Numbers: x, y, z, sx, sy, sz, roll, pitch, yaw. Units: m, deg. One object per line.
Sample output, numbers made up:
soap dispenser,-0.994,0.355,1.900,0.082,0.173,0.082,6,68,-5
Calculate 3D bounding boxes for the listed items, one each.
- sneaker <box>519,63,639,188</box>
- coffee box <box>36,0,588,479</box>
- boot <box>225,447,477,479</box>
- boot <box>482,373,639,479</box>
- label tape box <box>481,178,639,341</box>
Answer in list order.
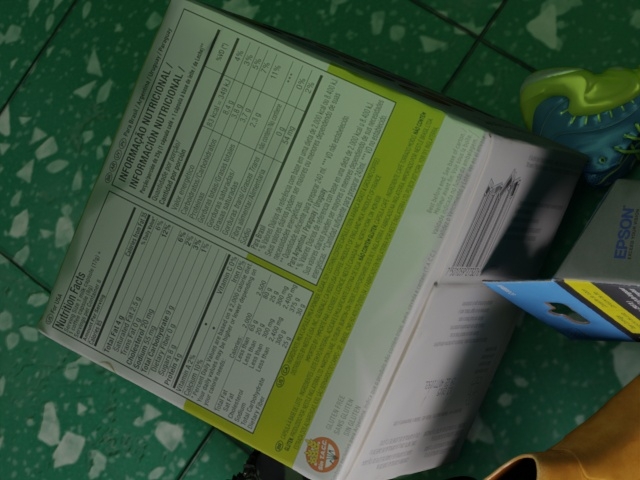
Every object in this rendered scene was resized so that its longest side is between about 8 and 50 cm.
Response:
sneaker,0.315,-0.117,1.928,0.240,0.091,0.126,-6,86,31
coffee box,0.000,0.000,1.828,0.334,0.338,0.338,25,97,21
boot,0.030,0.253,1.940,0.246,0.094,0.207,-42,63,17
boot,0.238,0.211,1.775,0.104,0.211,0.295,38,93,31
label tape box,0.349,0.028,1.759,0.334,0.241,0.105,4,76,29
